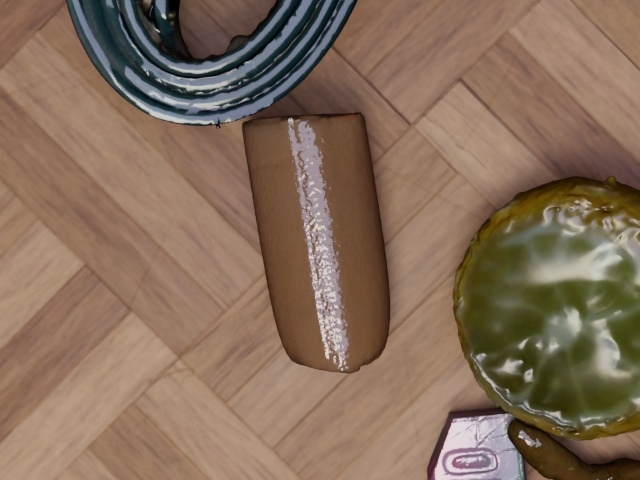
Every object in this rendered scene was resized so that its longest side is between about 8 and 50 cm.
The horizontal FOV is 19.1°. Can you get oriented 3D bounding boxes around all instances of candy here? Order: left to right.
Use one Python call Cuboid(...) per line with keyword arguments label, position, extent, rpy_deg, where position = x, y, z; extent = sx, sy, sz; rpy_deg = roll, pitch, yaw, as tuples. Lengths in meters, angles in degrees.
Cuboid(label="candy", position=(0.255, 0.066, 1.831), extent=(0.260, 0.118, 0.259), rpy_deg=(5, 104, 19))

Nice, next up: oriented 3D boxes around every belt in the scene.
Cuboid(label="belt", position=(-0.094, -0.325, 1.811), extent=(0.300, 0.173, 0.436), rpy_deg=(10, 98, -8))

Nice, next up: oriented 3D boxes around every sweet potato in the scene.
Cuboid(label="sweet potato", position=(0.296, 0.248, 1.883), extent=(0.269, 0.075, 0.074), rpy_deg=(27, 95, -7))

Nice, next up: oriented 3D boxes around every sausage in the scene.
Cuboid(label="sausage", position=(0.000, 0.000, 1.855), extent=(0.123, 0.123, 0.252), rpy_deg=(-7, 94, 2))

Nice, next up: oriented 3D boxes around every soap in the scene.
Cuboid(label="soap", position=(0.157, 0.245, 1.900), extent=(0.100, 0.056, 0.149), rpy_deg=(-5, 94, 5))
